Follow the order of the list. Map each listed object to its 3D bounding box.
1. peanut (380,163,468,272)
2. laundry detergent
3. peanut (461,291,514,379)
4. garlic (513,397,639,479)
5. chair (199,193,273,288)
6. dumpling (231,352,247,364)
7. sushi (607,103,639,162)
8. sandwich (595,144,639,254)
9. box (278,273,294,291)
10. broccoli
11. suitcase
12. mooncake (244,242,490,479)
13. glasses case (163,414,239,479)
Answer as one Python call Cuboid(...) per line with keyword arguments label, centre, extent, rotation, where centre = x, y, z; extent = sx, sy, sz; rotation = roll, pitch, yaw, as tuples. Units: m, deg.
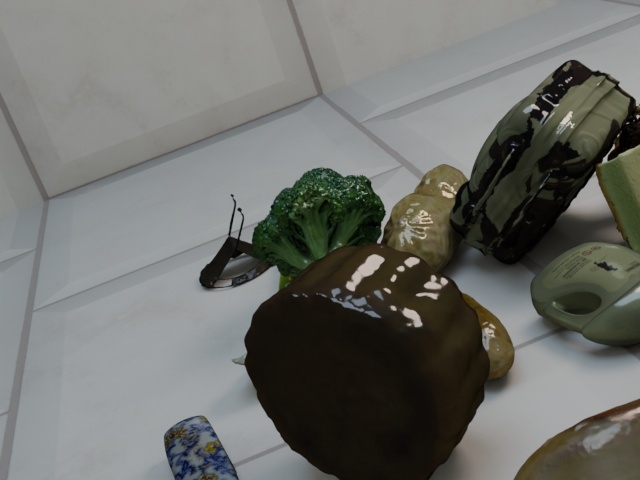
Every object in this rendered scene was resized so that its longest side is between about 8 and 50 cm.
Cuboid(label="peanut", centre=(0.211, -0.038, 1.903), extent=(0.140, 0.153, 0.325), rotation=(-25, 22, 39))
Cuboid(label="laundry detergent", centre=(0.445, 0.087, 1.485), extent=(0.181, 0.091, 0.253), rotation=(-27, 23, -16))
Cuboid(label="peanut", centre=(0.227, 0.149, 1.526), extent=(0.108, 0.095, 0.226), rotation=(-39, 28, -6))
Cuboid(label="garlic", centre=(0.377, 0.231, 1.151), extent=(0.338, 0.151, 0.196), rotation=(-29, 11, -25))
Cuboid(label="chair", centre=(-0.170, 0.022, 2.180), extent=(0.213, 0.149, 0.174), rotation=(-61, 23, 11))
Cuboid(label="dumpling", centre=(-0.042, 0.174, 1.688), extent=(0.228, 0.124, 0.151), rotation=(-16, -15, -5))
Cuboid(label="sushi", centre=(0.675, -0.211, 1.827), extent=(0.207, 0.235, 0.348), rotation=(0, 25, 44))
Cuboid(label="sandwich", centre=(0.563, -0.045, 1.633), extent=(0.108, 0.220, 0.186), rotation=(-27, -11, 29))
Cuboid(label="box", centre=(0.002, 0.067, 1.978), extent=(0.172, 0.043, 0.311), rotation=(-17, 21, 6))
Cuboid(label="broccoli", centre=(0.000, 0.000, 1.793), extent=(0.269, 0.270, 0.270), rotation=(-17, 52, 6))
Cuboid(label="suitcase", centre=(0.371, -0.130, 1.742), extent=(0.194, 0.352, 0.339), rotation=(38, 48, 11))
Cuboid(label="mooncake", centre=(0.067, 0.163, 1.310), extent=(0.323, 0.324, 0.187), rotation=(-3, 25, 37))
Cuboid(label="glasses case", centre=(-0.178, 0.335, 1.458), extent=(0.086, 0.065, 0.248), rotation=(-27, 24, -12))
